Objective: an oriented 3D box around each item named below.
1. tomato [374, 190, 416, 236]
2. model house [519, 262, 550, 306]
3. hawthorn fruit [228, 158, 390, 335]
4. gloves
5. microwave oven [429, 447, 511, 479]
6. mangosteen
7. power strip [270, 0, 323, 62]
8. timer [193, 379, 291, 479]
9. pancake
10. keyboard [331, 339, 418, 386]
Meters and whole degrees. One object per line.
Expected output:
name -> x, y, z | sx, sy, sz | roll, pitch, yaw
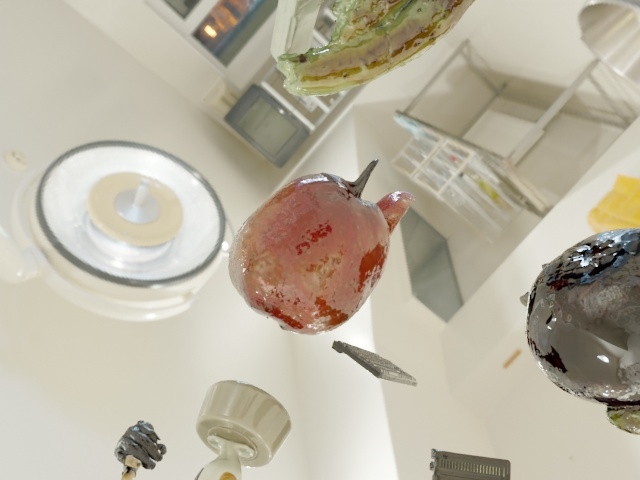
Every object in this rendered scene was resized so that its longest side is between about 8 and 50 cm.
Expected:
tomato -> 0.134, -0.044, 1.367 | 0.069, 0.156, 0.155 | 33, -175, 3
model house -> 0.650, 0.124, 1.322 | 0.297, 0.282, 0.317 | 59, 157, 5
hawthorn fruit -> 0.000, 0.000, 1.196 | 0.284, 0.369, 0.285 | 39, -174, -5
gloves -> -0.462, 0.526, 1.599 | 0.106, 0.129, 0.180 | 56, 164, -1
microwave oven -> 0.320, 0.611, 1.412 | 0.177, 0.248, 0.188 | 6, 149, 9
mangosteen -> 0.235, 0.068, 0.486 | 0.152, 0.152, 0.152 | 41, -175, -5
power strip -> -0.025, -0.249, 0.703 | 0.030, 0.047, 0.191 | 50, 162, 6
timer -> -0.175, 0.399, 1.109 | 0.175, 0.175, 0.266 | 41, -137, -13
pancake -> 0.096, -0.296, 0.694 | 0.197, 0.376, 0.054 | 31, -163, -34
keyboard -> 0.100, 0.214, 1.102 | 0.100, 0.018, 0.309 | 31, 177, 24
